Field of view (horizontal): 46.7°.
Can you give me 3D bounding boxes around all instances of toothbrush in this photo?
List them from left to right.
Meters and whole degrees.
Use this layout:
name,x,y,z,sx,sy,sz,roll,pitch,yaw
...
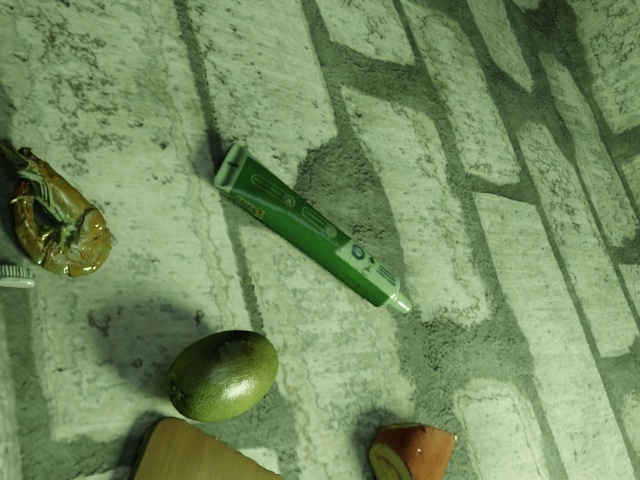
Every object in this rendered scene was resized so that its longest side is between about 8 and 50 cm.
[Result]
name,x,y,z,sx,sy,sz,roll,pitch,yaw
toothbrush,-0.400,0.027,0.709,0.257,0.018,0.024,8,58,-45

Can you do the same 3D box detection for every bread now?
name,x,y,z,sx,sy,sz,roll,pitch,yaw
bread,0.130,0.318,1.060,0.119,0.067,0.192,49,39,-13

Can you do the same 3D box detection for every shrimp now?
name,x,y,z,sx,sy,sz,roll,pitch,yaw
shrimp,-0.312,-0.035,0.839,0.099,0.041,0.180,-41,100,-36

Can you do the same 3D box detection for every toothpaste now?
name,x,y,z,sx,sy,sz,roll,pitch,yaw
toothpaste,0.000,0.000,1.133,0.392,0.061,0.099,38,43,-20

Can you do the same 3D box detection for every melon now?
name,x,y,z,sx,sy,sz,roll,pitch,yaw
melon,-0.110,0.157,0.878,0.162,0.099,0.099,-16,79,-54

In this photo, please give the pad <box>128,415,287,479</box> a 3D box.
name,x,y,z,sx,sy,sz,roll,pitch,yaw
pad,-0.111,0.369,0.803,0.284,0.018,0.286,39,42,-25
